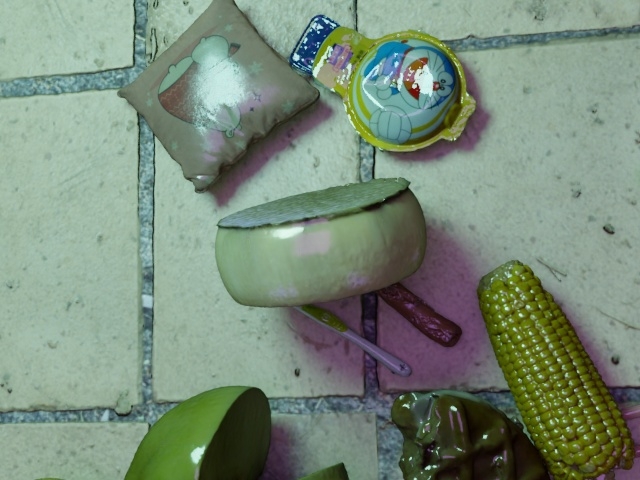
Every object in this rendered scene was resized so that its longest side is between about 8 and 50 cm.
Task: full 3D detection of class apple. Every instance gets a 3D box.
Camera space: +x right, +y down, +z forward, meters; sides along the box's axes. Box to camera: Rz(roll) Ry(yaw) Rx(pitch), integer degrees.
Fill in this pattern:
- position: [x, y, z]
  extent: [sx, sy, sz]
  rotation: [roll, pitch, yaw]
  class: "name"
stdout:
- position: [-0.108, 0.328, 1.204]
  extent: [0.291, 0.254, 0.292]
  rotation: [-1, 85, 14]
  class: "apple"

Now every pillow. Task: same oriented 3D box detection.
- position: [-0.152, -0.212, 1.375]
  extent: [0.236, 0.084, 0.223]
  rotation: [-39, 75, 6]
  class: "pillow"

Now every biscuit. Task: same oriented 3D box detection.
- position: [0.158, 0.375, 1.175]
  extent: [0.268, 0.115, 0.366]
  rotation: [28, 84, -18]
  class: "biscuit"

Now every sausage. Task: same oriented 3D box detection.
- position: [0.124, 0.088, 1.307]
  extent: [0.158, 0.042, 0.036]
  rotation: [41, 129, 15]
  class: "sausage"

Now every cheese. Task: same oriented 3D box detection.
- position: [0.085, -0.223, 1.340]
  extent: [0.270, 0.069, 0.177]
  rotation: [29, 89, 15]
  class: "cheese"

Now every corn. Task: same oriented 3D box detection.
- position: [0.293, 0.178, 1.221]
  extent: [0.119, 0.119, 0.322]
  rotation: [-29, 74, 5]
  class: "corn"

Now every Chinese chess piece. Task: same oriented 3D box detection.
- position: [0.000, 0.000, 1.222]
  extent: [0.270, 0.270, 0.112]
  rotation: [-10, 99, 9]
  class: "Chinese chess piece"

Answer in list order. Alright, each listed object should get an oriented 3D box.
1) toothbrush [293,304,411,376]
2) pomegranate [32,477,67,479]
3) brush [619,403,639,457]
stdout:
- position: [0.012, 0.115, 1.330]
  extent: [0.263, 0.026, 0.022]
  rotation: [32, 56, 12]
  class: "toothbrush"
- position: [-0.370, 0.427, 1.260]
  extent: [0.233, 0.233, 0.233]
  rotation: [-2, 82, 10]
  class: "pomegranate"
- position: [0.469, 0.226, 1.220]
  extent: [0.233, 0.047, 0.103]
  rotation: [-19, 79, 17]
  class: "brush"
